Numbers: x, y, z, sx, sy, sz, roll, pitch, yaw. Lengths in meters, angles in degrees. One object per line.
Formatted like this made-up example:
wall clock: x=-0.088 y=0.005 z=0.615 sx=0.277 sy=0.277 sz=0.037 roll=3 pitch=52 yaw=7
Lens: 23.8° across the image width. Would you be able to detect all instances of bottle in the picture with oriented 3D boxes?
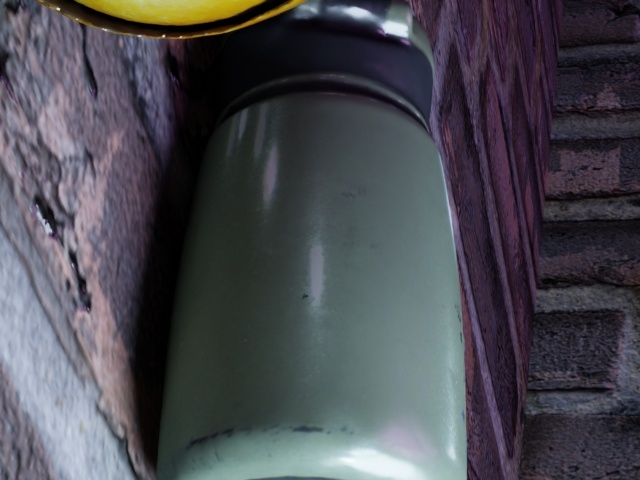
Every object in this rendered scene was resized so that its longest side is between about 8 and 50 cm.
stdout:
bottle: x=-0.001 y=0.000 z=0.879 sx=0.168 sy=0.169 sz=0.347 roll=65 pitch=23 yaw=-55

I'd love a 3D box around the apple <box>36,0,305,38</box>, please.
apple: x=-0.058 y=-0.190 z=0.600 sx=0.207 sy=0.237 sz=0.237 roll=-57 pitch=147 yaw=-34
